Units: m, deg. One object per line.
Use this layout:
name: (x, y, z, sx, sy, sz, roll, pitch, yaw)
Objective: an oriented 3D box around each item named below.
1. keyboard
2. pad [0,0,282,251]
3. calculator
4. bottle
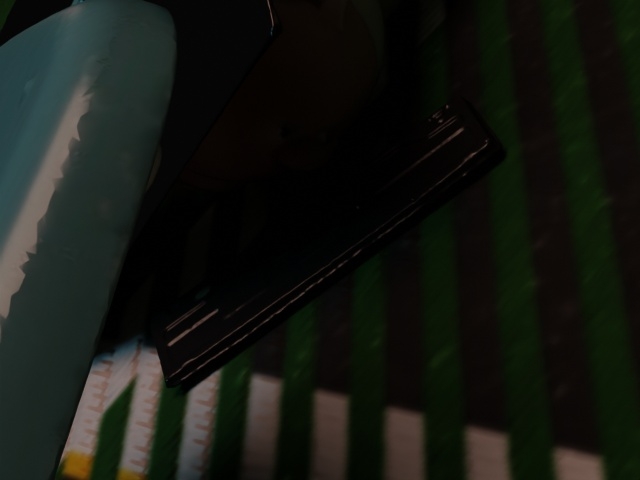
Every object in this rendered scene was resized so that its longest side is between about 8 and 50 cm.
keyboard: (0.000, 0.000, 0.715, 0.155, 0.010, 0.053, -36, 27, 7)
pad: (-0.083, -0.072, 0.732, 0.245, 0.006, 0.170, -51, 45, 47)
calculator: (-0.133, 0.099, 0.501, 0.256, 0.054, 0.386, -8, 58, 67)
bottle: (-0.022, -0.124, 0.802, 0.147, 0.147, 0.236, -21, 40, 33)
